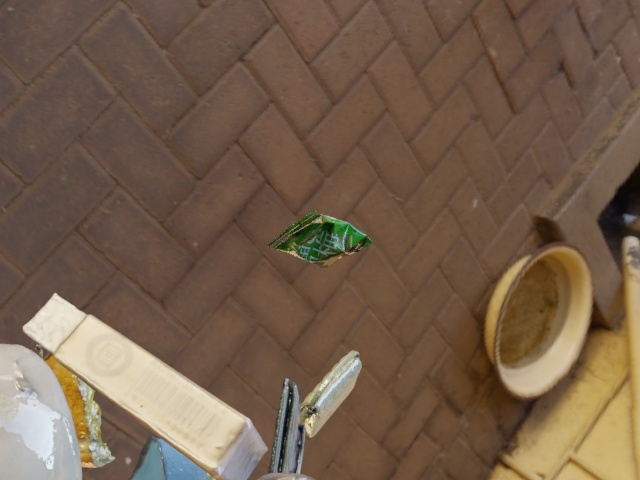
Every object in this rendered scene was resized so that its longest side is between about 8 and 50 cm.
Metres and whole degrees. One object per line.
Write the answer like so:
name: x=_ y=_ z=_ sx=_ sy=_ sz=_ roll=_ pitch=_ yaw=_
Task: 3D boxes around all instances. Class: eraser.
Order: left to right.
eraser: x=-0.235 y=0.203 z=0.941 sx=0.078 sy=0.343 sz=0.144 roll=-53 pitch=160 yaw=-21

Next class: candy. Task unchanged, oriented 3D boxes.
candy: x=-0.002 y=-0.002 z=1.574 sx=0.203 sy=0.078 sz=0.141 roll=24 pitch=117 yaw=-45

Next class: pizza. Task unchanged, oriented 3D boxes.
pizza: x=-0.517 y=0.318 z=1.438 sx=0.288 sy=0.280 sz=0.075 roll=-68 pitch=166 yaw=8

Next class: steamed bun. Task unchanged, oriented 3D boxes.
steamed bun: x=-0.425 y=0.272 z=0.853 sx=0.177 sy=0.283 sz=0.283 roll=-10 pitch=110 yaw=-44

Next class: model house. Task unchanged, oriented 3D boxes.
model house: x=-0.350 y=0.684 z=1.893 sx=0.303 sy=0.237 sz=0.216 roll=15 pitch=112 yaw=-30

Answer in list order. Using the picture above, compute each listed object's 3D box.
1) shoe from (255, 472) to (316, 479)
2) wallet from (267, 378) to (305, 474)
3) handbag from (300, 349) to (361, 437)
shoe: x=-0.038 y=0.493 z=1.049 sx=0.172 sy=0.198 sz=0.351 roll=-32 pitch=106 yaw=-27
wallet: x=-0.080 y=0.540 z=1.691 sx=0.075 sy=0.342 sz=0.237 roll=3 pitch=128 yaw=2
handbag: x=0.027 y=0.407 z=1.939 sx=0.256 sy=0.079 sz=0.219 roll=-41 pitch=157 yaw=-43
